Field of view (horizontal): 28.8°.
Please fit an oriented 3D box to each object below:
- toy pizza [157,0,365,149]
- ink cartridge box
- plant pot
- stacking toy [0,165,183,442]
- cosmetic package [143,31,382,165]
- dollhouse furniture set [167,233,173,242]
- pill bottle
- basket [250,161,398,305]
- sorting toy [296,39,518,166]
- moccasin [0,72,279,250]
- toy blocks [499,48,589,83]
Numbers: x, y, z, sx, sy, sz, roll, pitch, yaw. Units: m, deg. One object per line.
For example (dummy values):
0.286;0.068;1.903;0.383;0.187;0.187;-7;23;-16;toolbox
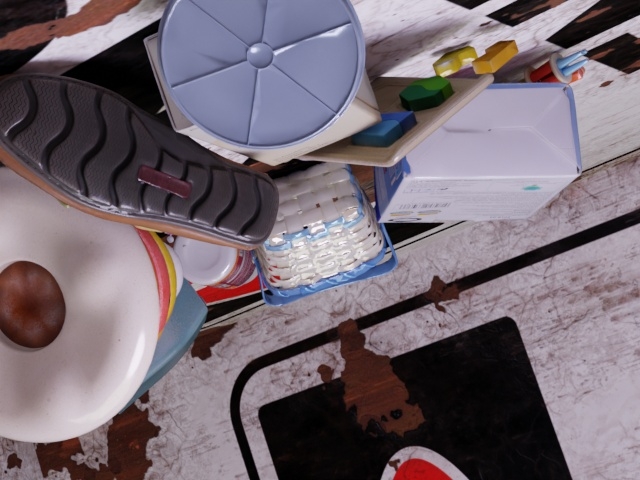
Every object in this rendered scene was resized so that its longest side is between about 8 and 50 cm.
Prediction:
-0.057;-0.183;1.207;0.201;0.201;0.032;-21;-155;13;toy pizza
0.229;-0.123;1.993;0.269;0.151;0.395;-1;168;-4;ink cartridge box
-0.357;0.152;2.393;0.252;0.248;0.247;-35;174;-12;plant pot
-0.309;0.058;1.740;0.350;0.351;0.480;-22;180;18;stacking toy
-0.053;-0.177;1.406;0.160;0.113;0.309;-21;172;16;cosmetic package
-0.270;-0.042;1.923;0.114;0.091;0.081;7;152;21;dollhouse furniture set
-0.185;0.029;2.330;0.121;0.121;0.221;-20;170;11;pill bottle
0.000;0.000;2.179;0.254;0.201;0.289;-18;140;-2;basket
0.110;-0.189;1.629;0.229;0.041;0.307;4;-144;48;sorting toy
-0.218;-0.087;1.384;0.147;0.139;0.380;7;175;45;moccasin
0.372;-0.258;1.961;0.148;0.054;0.123;-26;168;39;toy blocks
